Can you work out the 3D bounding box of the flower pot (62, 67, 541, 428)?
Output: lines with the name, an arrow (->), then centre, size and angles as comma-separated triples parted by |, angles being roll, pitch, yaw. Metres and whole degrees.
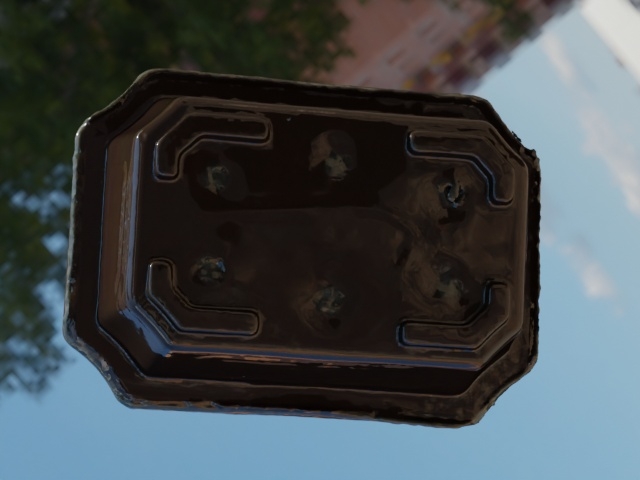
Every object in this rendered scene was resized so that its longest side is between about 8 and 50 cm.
flower pot -> 0.000, 0.000, 0.942 | 0.084, 0.251, 0.179 | 141, 133, -78
